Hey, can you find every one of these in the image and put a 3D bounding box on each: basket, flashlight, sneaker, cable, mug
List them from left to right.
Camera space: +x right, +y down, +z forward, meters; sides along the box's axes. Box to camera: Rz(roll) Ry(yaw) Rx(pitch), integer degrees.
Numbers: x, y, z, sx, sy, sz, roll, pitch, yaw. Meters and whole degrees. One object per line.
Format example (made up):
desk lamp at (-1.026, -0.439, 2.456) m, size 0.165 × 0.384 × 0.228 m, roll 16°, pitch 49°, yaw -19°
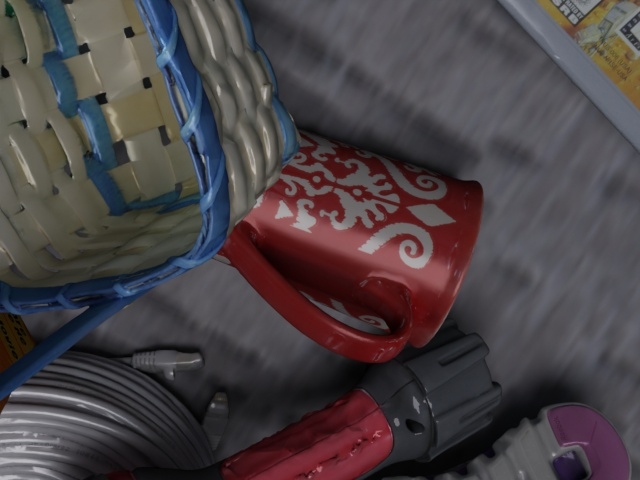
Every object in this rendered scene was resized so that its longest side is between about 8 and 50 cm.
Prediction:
basket at (-0.150, -0.067, 0.707) m, size 0.201 × 0.289 × 0.255 m, roll -16°, pitch 97°, yaw 28°
cable at (-0.193, 0.197, 0.978) m, size 0.257 × 0.089 × 0.257 m, roll 3°, pitch 113°, yaw -6°
flashlight at (-0.024, 0.141, 0.895) m, size 0.304 × 0.103 × 0.103 m, roll -26°, pitch 115°, yaw -22°
mug at (0.004, -0.009, 0.878) m, size 0.169 × 0.150 × 0.113 m, roll 21°, pitch 102°, yaw -8°
sneaker at (0.100, 0.195, 0.991) m, size 0.236 × 0.104 × 0.095 m, roll -23°, pitch 74°, yaw -1°

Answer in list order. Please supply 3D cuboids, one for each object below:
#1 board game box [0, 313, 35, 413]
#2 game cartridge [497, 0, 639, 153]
board game box at (-0.402, 0.021, 0.705) m, size 0.356 × 0.356 × 0.356 m, roll -24°, pitch 102°, yaw 3°
game cartridge at (0.224, -0.167, 0.875) m, size 0.198 × 0.062 × 0.297 m, roll -41°, pitch 110°, yaw 17°
